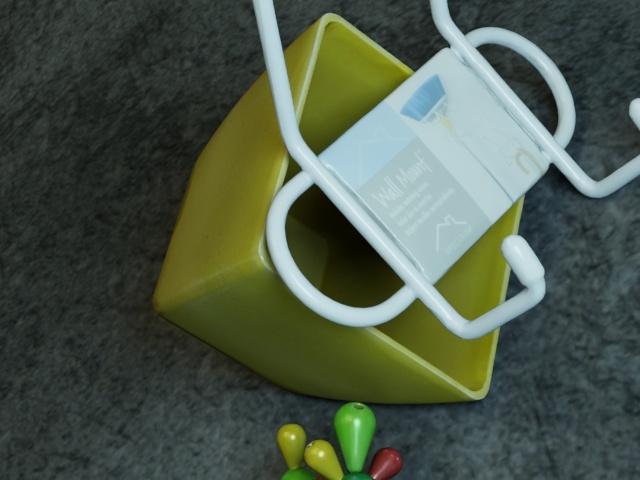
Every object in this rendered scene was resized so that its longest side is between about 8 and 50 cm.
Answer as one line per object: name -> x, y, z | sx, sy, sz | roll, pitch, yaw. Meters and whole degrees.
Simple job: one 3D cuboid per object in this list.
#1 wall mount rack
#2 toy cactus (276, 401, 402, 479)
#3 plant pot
wall mount rack -> 0.074, -0.112, 1.149 | 0.130, 0.304, 0.350 | -39, 2, 46
toy cactus -> 0.001, 0.225, 1.155 | 0.180, 0.112, 0.219 | 29, 76, 31
plant pot -> 0.000, 0.000, 1.257 | 0.187, 0.212, 0.212 | -23, 43, 46
